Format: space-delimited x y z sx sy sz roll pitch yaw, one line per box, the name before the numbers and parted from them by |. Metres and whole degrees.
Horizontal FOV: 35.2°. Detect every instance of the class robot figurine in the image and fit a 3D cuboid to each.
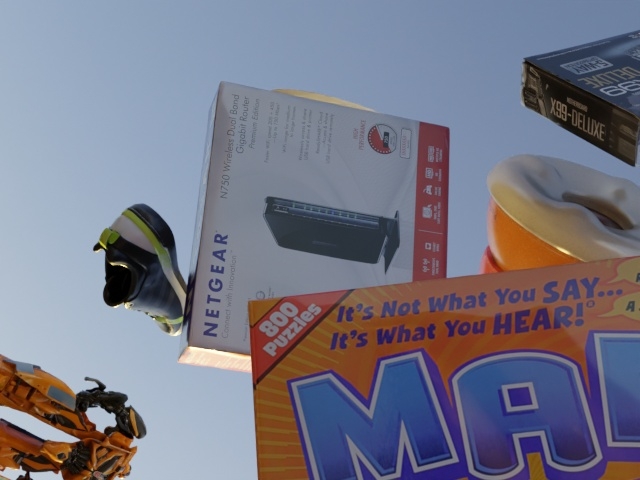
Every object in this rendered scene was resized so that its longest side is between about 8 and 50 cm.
robot figurine | -0.393 0.281 1.436 0.211 0.291 0.085 -54 -155 7

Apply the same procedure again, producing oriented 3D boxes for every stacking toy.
stacking toy | 0.360 0.130 1.637 0.350 0.351 0.480 44 -56 39

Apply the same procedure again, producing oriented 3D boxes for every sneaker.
sneaker | -0.224 0.049 1.216 0.084 0.097 0.234 34 -29 29

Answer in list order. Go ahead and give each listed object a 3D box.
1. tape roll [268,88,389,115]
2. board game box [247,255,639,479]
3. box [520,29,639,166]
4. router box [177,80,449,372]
tape roll | 0.030 -0.140 1.577 0.286 0.286 0.100 10 -98 53
board game box | 0.147 0.269 0.787 0.356 0.356 0.356 82 1 -51
box | 0.478 -0.217 1.425 0.242 0.307 0.076 44 -35 50
router box | 0.000 0.000 1.213 0.082 0.301 0.335 131 -34 -64
